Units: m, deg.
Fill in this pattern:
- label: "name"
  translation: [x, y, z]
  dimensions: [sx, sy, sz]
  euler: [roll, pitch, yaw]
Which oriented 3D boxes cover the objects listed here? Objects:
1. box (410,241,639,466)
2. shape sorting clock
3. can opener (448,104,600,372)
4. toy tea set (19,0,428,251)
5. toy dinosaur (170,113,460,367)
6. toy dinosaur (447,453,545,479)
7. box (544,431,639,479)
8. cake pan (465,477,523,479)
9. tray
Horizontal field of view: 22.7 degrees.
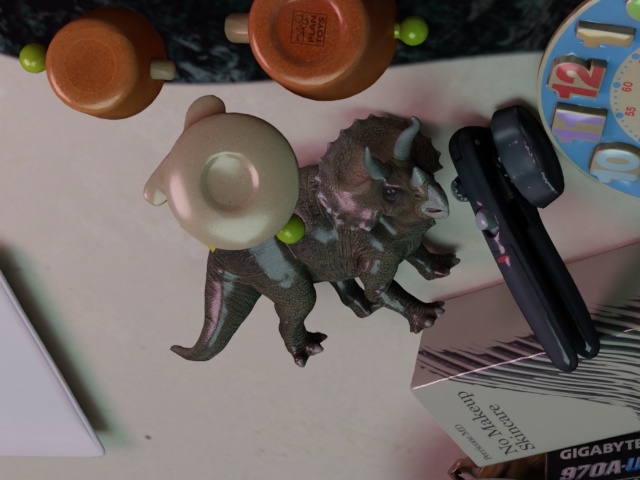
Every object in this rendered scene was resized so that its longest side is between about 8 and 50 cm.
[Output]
- label: "box"
  translation: [0.211, 0.077, 1.178]
  dimensions: [0.275, 0.094, 0.113]
  euler: [-21, 126, 34]
- label: "shape sorting clock"
  translation: [0.242, -0.093, 1.027]
  dimensions: [0.206, 0.040, 0.206]
  euler: [10, 138, 9]
- label: "can opener"
  translation: [0.140, 0.003, 1.095]
  dimensions: [0.073, 0.059, 0.186]
  euler: [-21, 87, 59]
- label: "toy tea set"
  translation: [-0.103, -0.154, 1.027]
  dimensions: [0.336, 0.124, 0.200]
  euler: [39, 101, 2]
- label: "toy dinosaur"
  translation: [0.000, 0.000, 1.175]
  dimensions: [0.313, 0.121, 0.160]
  euler: [-19, 115, 39]
- label: "toy dinosaur"
  translation: [0.147, 0.192, 1.368]
  dimensions: [0.183, 0.053, 0.092]
  euler: [34, 121, -29]
- label: "box"
  translation: [0.314, 0.225, 1.318]
  dimensions: [0.220, 0.051, 0.175]
  euler: [-12, 130, 20]
- label: "cake pan"
  translation: [0.192, 0.298, 1.347]
  dimensions: [0.293, 0.054, 0.293]
  euler: [18, 143, 14]
- label: "tray"
  translation: [-0.297, 0.100, 1.418]
  dimensions: [0.145, 0.030, 0.270]
  euler: [-1, 135, 20]
